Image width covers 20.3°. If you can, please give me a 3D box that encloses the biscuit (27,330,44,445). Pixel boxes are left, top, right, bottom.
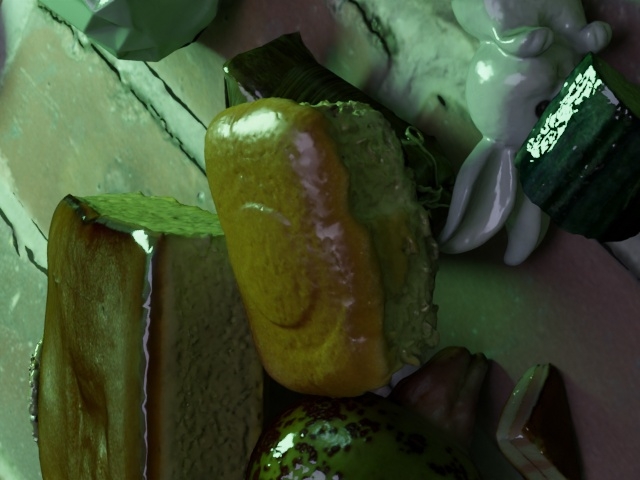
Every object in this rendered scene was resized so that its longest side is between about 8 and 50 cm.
[{"bbox_3d":[-0.257,0.145,1.797,0.020,0.152,0.152,4,97,17],"label":"biscuit"}]

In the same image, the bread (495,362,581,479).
[{"bbox_3d":[0.169,0.153,1.427,0.043,0.062,0.109,-20,76,45],"label":"bread"}]

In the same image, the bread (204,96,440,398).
[{"bbox_3d":[0.000,0.000,1.406,0.174,0.121,0.245,-3,108,45],"label":"bread"}]

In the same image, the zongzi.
[{"bbox_3d":[0.012,-0.024,1.560,0.247,0.111,0.241,36,136,30],"label":"zongzi"}]

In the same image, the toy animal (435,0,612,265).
[{"bbox_3d":[0.161,-0.088,1.387,0.131,0.103,0.221,1,94,44],"label":"toy animal"}]

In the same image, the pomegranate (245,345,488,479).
[{"bbox_3d":[0.057,0.188,1.467,0.214,0.214,0.248,22,75,42],"label":"pomegranate"}]

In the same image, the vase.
[{"bbox_3d":[-0.242,-0.287,1.750,0.360,0.165,0.165,27,111,46],"label":"vase"}]

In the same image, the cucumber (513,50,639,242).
[{"bbox_3d":[0.216,-0.061,1.322,0.115,0.116,0.062,-56,13,34],"label":"cucumber"}]

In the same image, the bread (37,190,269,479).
[{"bbox_3d":[-0.155,0.132,1.621,0.323,0.143,0.333,-164,73,-65],"label":"bread"}]
